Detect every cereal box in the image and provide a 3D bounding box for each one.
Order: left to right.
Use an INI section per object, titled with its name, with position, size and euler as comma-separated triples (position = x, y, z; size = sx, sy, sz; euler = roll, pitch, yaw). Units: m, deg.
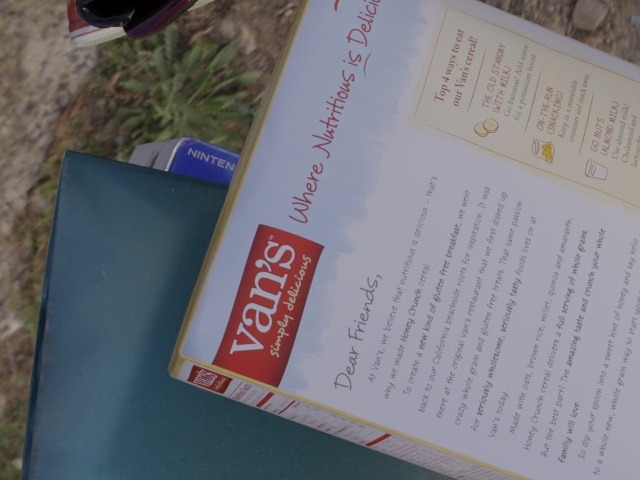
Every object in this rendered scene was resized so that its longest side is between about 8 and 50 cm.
[cereal box]
position = 0.083, 0.009, 0.440
size = 0.240, 0.173, 0.047
euler = 21, 160, -5

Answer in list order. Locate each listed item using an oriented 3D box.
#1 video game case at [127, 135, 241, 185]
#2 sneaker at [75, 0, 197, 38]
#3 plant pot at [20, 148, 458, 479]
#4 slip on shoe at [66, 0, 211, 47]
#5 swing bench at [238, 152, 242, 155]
[video game case]
position = 0.000, 0.000, 0.818
size = 0.269, 0.244, 0.061
euler = 20, 87, -15
[sneaker]
position = -0.167, -0.228, 0.941
size = 0.281, 0.162, 0.106
euler = -3, 135, 47
[plant pot]
position = -0.020, 0.080, 0.564
size = 0.234, 0.165, 0.165
euler = 6, 152, -15
[slip on shoe]
position = -0.258, -0.405, 1.858
size = 0.331, 0.123, 0.101
euler = -17, 96, 10
[swing bench]
position = 0.008, -0.043, 1.517
size = 0.255, 0.253, 0.165
euler = -34, 133, 9
